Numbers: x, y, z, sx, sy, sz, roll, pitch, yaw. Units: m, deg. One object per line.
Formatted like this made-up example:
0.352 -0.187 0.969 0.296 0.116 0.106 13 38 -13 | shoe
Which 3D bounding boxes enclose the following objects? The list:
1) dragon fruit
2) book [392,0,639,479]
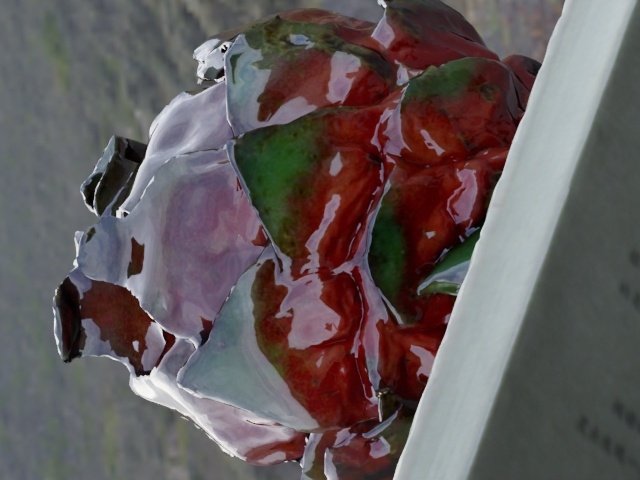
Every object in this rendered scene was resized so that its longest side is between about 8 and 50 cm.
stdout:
0.009 0.002 0.594 0.182 0.189 0.182 -54 -16 -23 | dragon fruit
0.097 0.078 0.380 0.025 0.215 0.282 -11 47 47 | book
